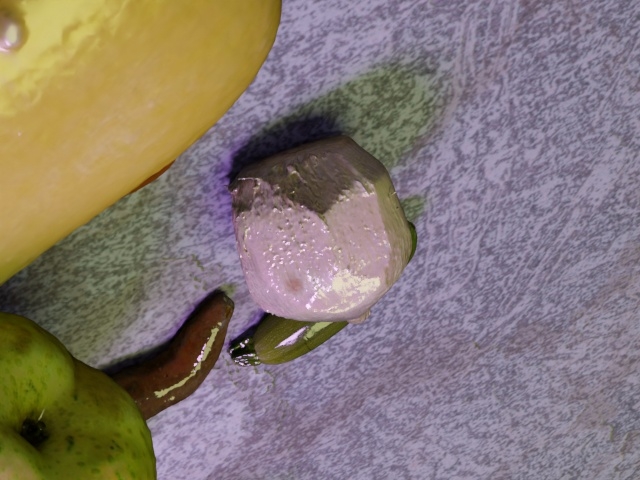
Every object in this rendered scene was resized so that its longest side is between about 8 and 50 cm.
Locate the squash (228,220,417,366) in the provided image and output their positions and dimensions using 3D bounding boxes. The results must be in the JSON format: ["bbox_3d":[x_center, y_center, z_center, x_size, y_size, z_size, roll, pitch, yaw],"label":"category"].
[{"bbox_3d":[0.009,0.067,2.124,0.252,0.066,0.066,-41,146,9],"label":"squash"}]

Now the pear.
[{"bbox_3d":[-0.326,0.240,1.767,0.391,0.391,0.391,-23,144,-18],"label":"pear"}]

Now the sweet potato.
[{"bbox_3d":[-0.177,0.148,2.073,0.233,0.062,0.081,-36,145,-4],"label":"sweet potato"}]

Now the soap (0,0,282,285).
[{"bbox_3d":[-0.224,-0.131,1.644,0.427,0.115,0.306,-37,140,2],"label":"soap"}]

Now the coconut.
[{"bbox_3d":[0.003,-0.001,1.941,0.194,0.194,0.194,-23,144,-18],"label":"coconut"}]

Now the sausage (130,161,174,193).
[{"bbox_3d":[-0.207,-0.058,1.800,0.183,0.062,0.054,-33,-177,-4],"label":"sausage"}]
